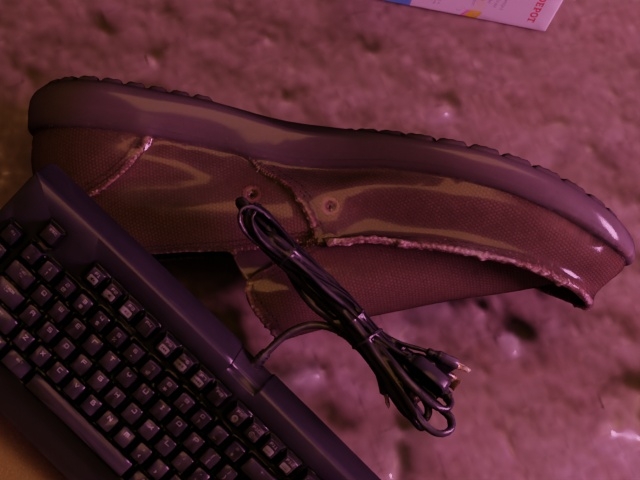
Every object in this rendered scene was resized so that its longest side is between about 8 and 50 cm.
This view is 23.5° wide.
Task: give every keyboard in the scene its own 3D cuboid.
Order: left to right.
[{"bbox_3d":[-0.050,0.083,0.844,0.317,0.033,0.201,44,95,-4],"label":"keyboard"}]

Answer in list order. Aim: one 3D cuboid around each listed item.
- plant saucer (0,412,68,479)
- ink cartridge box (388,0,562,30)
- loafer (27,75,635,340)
[{"bbox_3d":[-0.183,0.097,0.889,0.168,0.029,0.168,3,70,-9],"label":"plant saucer"},{"bbox_3d":[0.114,-0.207,1.020,0.143,0.092,0.090,10,67,-7],"label":"ink cartridge box"},{"bbox_3d":[0.000,0.000,0.917,0.366,0.134,0.130,11,85,3],"label":"loafer"}]
